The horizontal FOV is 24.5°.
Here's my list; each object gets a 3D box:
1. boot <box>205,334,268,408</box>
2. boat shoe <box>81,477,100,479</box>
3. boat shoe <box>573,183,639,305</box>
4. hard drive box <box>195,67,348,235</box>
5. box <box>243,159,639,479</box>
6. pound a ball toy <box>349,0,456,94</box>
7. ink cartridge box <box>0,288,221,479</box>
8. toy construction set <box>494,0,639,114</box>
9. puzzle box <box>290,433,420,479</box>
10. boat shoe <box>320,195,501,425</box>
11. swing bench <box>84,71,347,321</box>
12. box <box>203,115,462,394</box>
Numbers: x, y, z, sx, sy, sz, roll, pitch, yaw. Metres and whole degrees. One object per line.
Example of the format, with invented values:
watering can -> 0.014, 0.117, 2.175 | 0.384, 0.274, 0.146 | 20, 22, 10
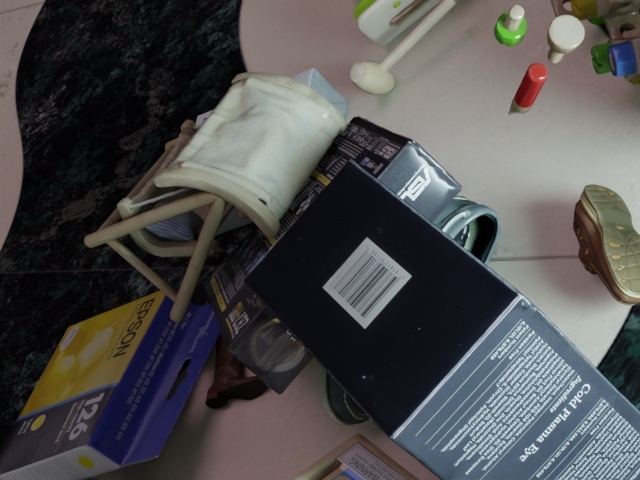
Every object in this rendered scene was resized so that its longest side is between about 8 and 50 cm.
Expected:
boot -> -0.105, 0.160, 1.956 | 0.106, 0.037, 0.114 | -20, 40, 31
boat shoe -> -0.258, 0.437, 1.822 | 0.118, 0.103, 0.320 | -27, 43, -4
boat shoe -> 0.321, 0.013, 1.630 | 0.178, 0.064, 0.060 | -101, 30, -49
hard drive box -> -0.086, -0.125, 2.146 | 0.232, 0.089, 0.181 | -19, 45, 35
box -> 0.139, 0.127, 1.495 | 0.179, 0.312, 0.343 | -49, 35, 1
pound a ball toy -> 0.154, -0.367, 2.110 | 0.319, 0.136, 0.208 | -38, 63, 15
ink cartridge box -> -0.290, 0.201, 2.023 | 0.307, 0.072, 0.303 | -24, 28, 37
toy construction set -> 0.333, -0.255, 1.757 | 0.309, 0.257, 0.237 | -38, -10, -11
puzzle box -> 0.075, 0.367, 1.351 | 0.272, 0.052, 0.409 | -32, 48, -31
boat shoe -> 0.109, 0.080, 1.737 | 0.099, 0.116, 0.319 | 5, 56, 52
swing bench -> -0.131, -0.076, 1.905 | 0.254, 0.165, 0.253 | -41, 11, 41
box -> 0.000, 0.000, 1.819 | 0.318, 0.097, 0.395 | -47, 12, 0
